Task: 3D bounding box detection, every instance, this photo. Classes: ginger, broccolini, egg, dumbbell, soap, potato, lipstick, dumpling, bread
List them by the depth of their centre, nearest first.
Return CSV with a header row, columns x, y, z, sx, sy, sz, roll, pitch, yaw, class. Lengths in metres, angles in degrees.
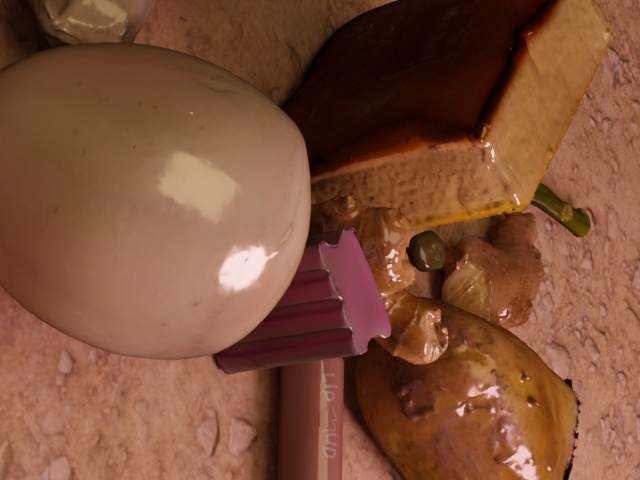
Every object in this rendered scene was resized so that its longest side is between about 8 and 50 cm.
x,y,z,sx,sy,sz,roll,pitch,yaw,class
-0.169,-0.038,1.406,0.345,0.283,0.283,20,64,-28,egg
-0.228,-0.241,1.526,0.136,0.118,0.199,33,28,-21,dumpling
-0.036,0.062,1.578,0.065,0.203,0.122,-31,104,-45,soap
0.000,0.000,1.618,0.334,0.148,0.081,31,43,12,ginger
-0.012,0.248,1.650,0.070,0.070,0.254,19,66,-43,lipstick
0.121,-0.151,1.715,0.143,0.333,0.323,56,43,-27,bread
0.148,0.177,1.741,0.266,0.229,0.229,43,51,-27,potato
0.087,0.024,1.785,0.052,0.118,0.046,-14,86,-47,dumbbell
0.227,0.043,1.972,0.213,0.074,0.137,-32,103,-53,ginger
0.232,-0.093,2.036,0.392,0.079,0.074,29,48,-48,broccolini
